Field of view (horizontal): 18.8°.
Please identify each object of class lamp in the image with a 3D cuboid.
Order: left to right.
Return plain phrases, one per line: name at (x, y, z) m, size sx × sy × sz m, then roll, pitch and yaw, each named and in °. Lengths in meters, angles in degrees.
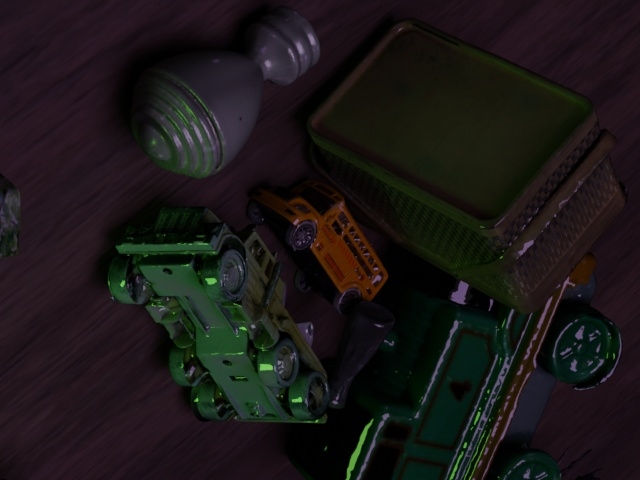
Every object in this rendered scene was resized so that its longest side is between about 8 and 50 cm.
lamp at (-0.082, -0.131, 1.658) m, size 0.193 × 0.106 × 0.106 m, roll -42°, pitch 134°, yaw -30°

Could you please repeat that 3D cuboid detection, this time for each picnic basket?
picnic basket at (0.130, -0.071, 1.758) m, size 0.165 × 0.267 × 0.139 m, roll -49°, pitch 142°, yaw -15°

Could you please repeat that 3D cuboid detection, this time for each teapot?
teapot at (0.030, 0.112, 1.835) m, size 0.043 × 0.043 × 0.110 m, roll 2°, pitch 123°, yaw -42°

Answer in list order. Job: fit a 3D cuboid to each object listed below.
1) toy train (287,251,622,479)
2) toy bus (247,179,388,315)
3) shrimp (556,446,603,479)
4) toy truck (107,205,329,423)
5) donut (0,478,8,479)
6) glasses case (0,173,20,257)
toy train at (0.128, 0.137, 1.940) m, size 0.249 × 0.178 × 0.429 m, roll 14°, pitch 103°, yaw -33°
toy bus at (0.000, 0.000, 1.815) m, size 0.074 × 0.070 × 0.162 m, roll -47°, pitch 136°, yaw -13°
shrimp at (0.180, 0.326, 2.118) m, size 0.343 × 0.116 × 0.145 m, roll -26°, pitch 128°, yaw -20°
toy truck at (-0.081, 0.058, 1.758) m, size 0.259 × 0.128 × 0.135 m, roll 55°, pitch 43°, yaw -45°
donut at (-0.329, 0.305, 1.678) m, size 0.217 × 0.085 × 0.141 m, roll -29°, pitch 129°, yaw -26°
glasses case at (-0.369, -0.008, 1.468) m, size 0.272 × 0.095 × 0.062 m, roll -12°, pitch 118°, yaw -38°
